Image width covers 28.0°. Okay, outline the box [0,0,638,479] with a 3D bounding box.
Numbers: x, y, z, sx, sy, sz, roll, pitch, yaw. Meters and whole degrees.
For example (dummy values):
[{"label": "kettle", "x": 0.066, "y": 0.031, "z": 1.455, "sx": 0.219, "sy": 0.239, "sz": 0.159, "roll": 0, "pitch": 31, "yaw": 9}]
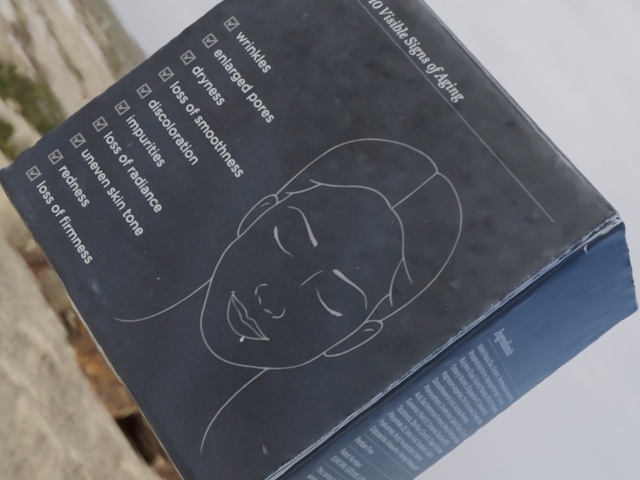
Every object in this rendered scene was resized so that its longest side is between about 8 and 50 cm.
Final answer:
[{"label": "box", "x": 0.000, "y": 0.000, "z": 1.379, "sx": 0.480, "sy": 0.471, "sz": 0.297, "roll": 53, "pitch": 2, "yaw": 27}]
